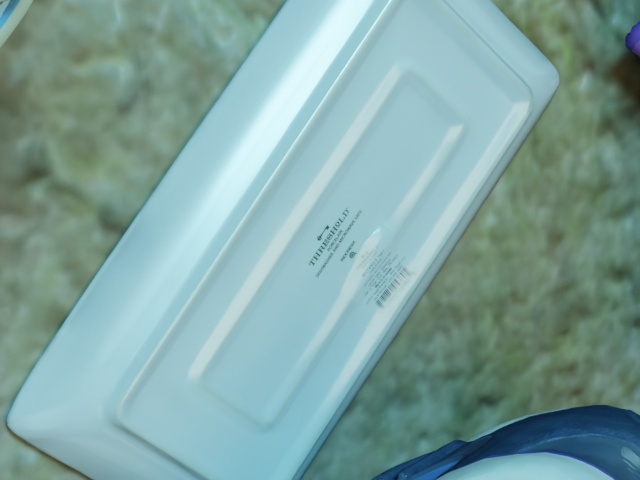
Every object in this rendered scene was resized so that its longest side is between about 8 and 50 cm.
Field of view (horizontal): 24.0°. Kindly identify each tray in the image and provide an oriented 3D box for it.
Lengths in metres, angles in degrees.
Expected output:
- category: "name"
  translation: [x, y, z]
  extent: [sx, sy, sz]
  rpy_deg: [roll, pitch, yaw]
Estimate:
- category: "tray"
  translation: [0.000, 0.000, 0.636]
  extent: [0.145, 0.030, 0.270]
  rpy_deg: [39, 81, -36]

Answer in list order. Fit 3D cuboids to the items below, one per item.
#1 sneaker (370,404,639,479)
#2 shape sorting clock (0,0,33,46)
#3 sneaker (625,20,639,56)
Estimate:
- category: "sneaker"
  translation: [0.020, 0.175, 0.642]
  extent: [0.323, 0.130, 0.236]
  rpy_deg: [-32, 168, 17]
- category: "shape sorting clock"
  translation: [-0.145, -0.103, 0.339]
  extent: [0.206, 0.040, 0.206]
  rpy_deg: [-13, 115, -29]
- category: "sneaker"
  translation: [0.209, -0.035, 0.690]
  extent: [0.161, 0.102, 0.282]
  rpy_deg: [13, 73, -2]
